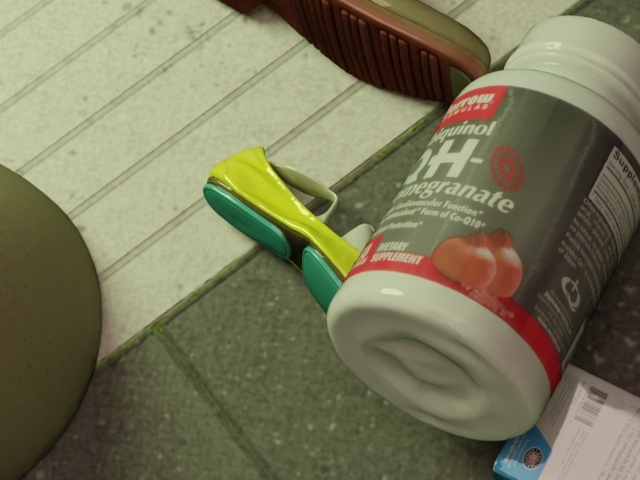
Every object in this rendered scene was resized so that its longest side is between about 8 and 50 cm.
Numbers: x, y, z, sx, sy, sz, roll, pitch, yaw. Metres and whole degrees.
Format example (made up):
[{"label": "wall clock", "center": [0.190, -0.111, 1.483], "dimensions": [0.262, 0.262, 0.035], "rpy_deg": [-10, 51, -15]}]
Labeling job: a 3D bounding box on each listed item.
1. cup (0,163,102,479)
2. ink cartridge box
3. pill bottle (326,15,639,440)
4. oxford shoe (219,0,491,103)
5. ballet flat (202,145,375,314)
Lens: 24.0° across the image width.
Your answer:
[{"label": "cup", "center": [-0.368, 0.042, 1.204], "dimensions": [0.331, 0.237, 0.331], "rpy_deg": [-3, 69, 8]}, {"label": "ink cartridge box", "center": [0.235, 0.179, 1.150], "dimensions": [0.180, 0.060, 0.104], "rpy_deg": [27, 74, 18]}, {"label": "pill bottle", "center": [0.151, -0.020, 1.166], "dimensions": [0.176, 0.176, 0.318], "rpy_deg": [23, 61, 17]}, {"label": "oxford shoe", "center": [0.017, -0.241, 1.318], "dimensions": [0.348, 0.123, 0.130], "rpy_deg": [32, 71, 18]}, {"label": "ballet flat", "center": [0.000, 0.000, 1.254], "dimensions": [0.077, 0.077, 0.231], "rpy_deg": [-39, 66, -22]}]
